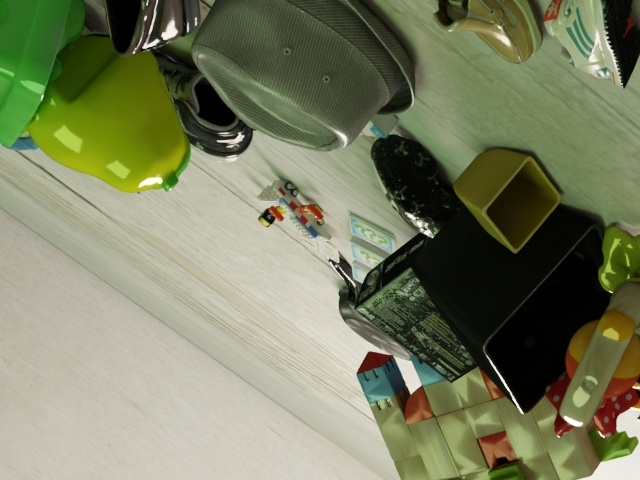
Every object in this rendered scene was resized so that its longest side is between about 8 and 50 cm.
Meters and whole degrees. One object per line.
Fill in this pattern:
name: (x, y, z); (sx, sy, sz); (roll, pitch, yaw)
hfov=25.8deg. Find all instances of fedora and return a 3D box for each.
fedora: (-0.038, -0.188, 1.462); (0.275, 0.124, 0.244); (38, 164, -16)

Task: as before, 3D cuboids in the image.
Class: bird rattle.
bird rattle: (0.300, 0.117, 1.492); (0.143, 0.253, 0.207); (36, -152, 13)

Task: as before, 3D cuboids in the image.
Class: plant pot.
plant pot: (0.192, -0.051, 1.510); (0.083, 0.081, 0.081); (32, 169, 50)
plant pot: (0.217, 0.051, 1.609); (0.167, 0.188, 0.187); (39, 171, 37)

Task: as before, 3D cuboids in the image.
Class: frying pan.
frying pan: (0.100, 0.125, 2.307); (0.197, 0.053, 0.326); (28, 167, 17)

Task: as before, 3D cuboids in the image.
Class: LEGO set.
LEGO set: (0.000, 0.000, 2.075); (0.244, 0.060, 0.182); (29, 156, 19)

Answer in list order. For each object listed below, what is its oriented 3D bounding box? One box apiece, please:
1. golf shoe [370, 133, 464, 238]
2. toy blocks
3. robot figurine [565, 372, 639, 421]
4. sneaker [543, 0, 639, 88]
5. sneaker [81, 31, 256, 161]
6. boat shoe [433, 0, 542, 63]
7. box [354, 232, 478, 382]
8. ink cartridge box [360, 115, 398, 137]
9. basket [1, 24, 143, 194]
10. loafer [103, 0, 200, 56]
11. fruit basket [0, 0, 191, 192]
golf shoe: (0.108, -0.055, 1.669); (0.094, 0.077, 0.198); (14, 154, 51)
toy blocks: (0.230, 0.241, 2.034); (0.381, 0.191, 0.261); (-21, 94, 30)
robot figurine: (0.381, 0.152, 1.733); (0.291, 0.085, 0.211); (23, 162, 36)
sneaker: (0.209, -0.180, 1.112); (0.075, 0.057, 0.161); (19, 163, 26)
sneaker: (-0.195, -0.202, 1.799); (0.268, 0.101, 0.153); (30, 165, -8)
boat shoe: (0.123, -0.204, 1.183); (0.068, 0.072, 0.190); (16, 157, 47)
box: (0.163, 0.086, 1.870); (0.180, 0.077, 0.147); (37, 133, -14)
ink cartridge box: (0.044, -0.145, 1.609); (0.048, 0.028, 0.083); (44, 162, -32)
basket: (-0.361, -0.191, 1.957); (0.289, 0.201, 0.255); (49, 166, -22)
loafer: (-0.193, -0.297, 1.419); (0.109, 0.095, 0.302); (44, 162, 27)
fruit basket: (-0.303, -0.224, 1.648); (0.392, 0.283, 0.392); (14, 170, 2)
